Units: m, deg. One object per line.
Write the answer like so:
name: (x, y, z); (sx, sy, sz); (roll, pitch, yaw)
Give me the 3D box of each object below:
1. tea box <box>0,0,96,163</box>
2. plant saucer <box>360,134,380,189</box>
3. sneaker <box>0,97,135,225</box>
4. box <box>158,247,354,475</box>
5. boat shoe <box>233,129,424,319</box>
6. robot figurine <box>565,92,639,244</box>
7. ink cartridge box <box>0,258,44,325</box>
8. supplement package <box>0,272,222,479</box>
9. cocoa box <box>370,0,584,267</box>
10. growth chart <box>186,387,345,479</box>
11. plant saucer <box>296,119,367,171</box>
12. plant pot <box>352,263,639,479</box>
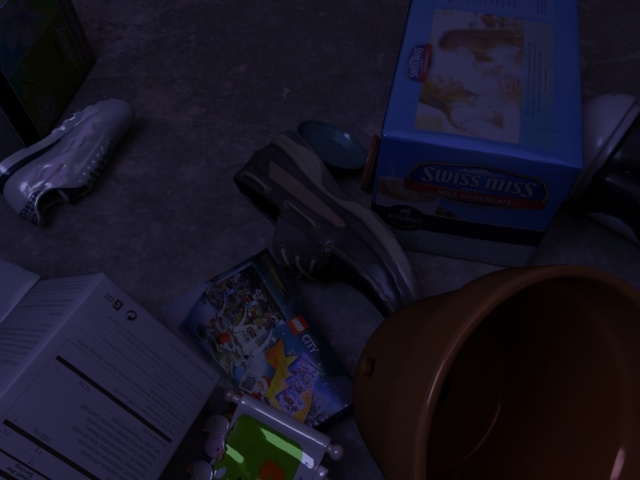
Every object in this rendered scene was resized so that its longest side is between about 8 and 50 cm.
tea box: (-0.592, -0.286, 0.855); (0.329, 0.220, 0.323); (12, 59, 7)
plant saucer: (0.075, -0.115, 0.828); (0.013, 0.083, 0.083); (14, 59, 6)
sneaker: (-0.364, -0.121, 0.842); (0.095, 0.090, 0.235); (42, 70, 9)
box: (-0.076, 0.140, 0.684); (0.159, 0.044, 0.233); (-29, 62, -12)
boat shoe: (0.000, 0.000, 0.745); (0.130, 0.132, 0.355); (-34, 55, -8)
robot figurine: (0.449, -0.083, 0.761); (0.278, 0.209, 0.173); (35, 84, 19)
ink cartridge box: (-0.405, 0.117, 0.655); (0.127, 0.128, 0.176); (21, 59, 13)
supplement package: (-0.272, 0.199, 0.532); (0.177, 0.175, 0.293); (-7, 42, 46)
cocoa box: (0.210, -0.177, 0.782); (0.231, 0.228, 0.347); (11, 58, 7)
growth chart: (-0.073, 0.287, 0.573); (0.172, 0.021, 0.237); (13, 76, 17)
plant saucer: (0.014, -0.141, 0.858); (0.119, 0.021, 0.119); (19, 38, -16)
plant pot: (0.164, 0.164, 0.540); (0.291, 0.203, 0.290); (0, 90, -22)
